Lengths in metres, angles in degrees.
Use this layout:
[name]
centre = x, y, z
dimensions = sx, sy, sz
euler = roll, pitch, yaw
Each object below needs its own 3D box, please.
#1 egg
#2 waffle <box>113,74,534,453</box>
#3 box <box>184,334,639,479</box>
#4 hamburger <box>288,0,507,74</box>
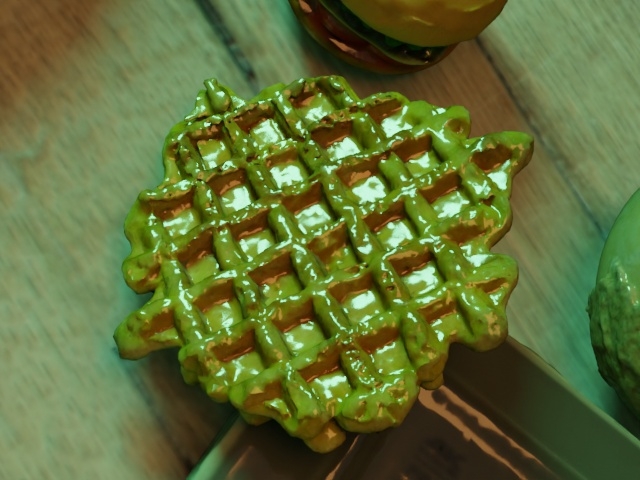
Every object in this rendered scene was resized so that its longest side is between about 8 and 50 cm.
[egg]
centre = 0.257, 0.046, 0.795
dimensions = 0.164, 0.164, 0.201
euler = 3, 72, -21
[waffle]
centre = 0.000, 0.000, 0.702
dimensions = 0.243, 0.058, 0.237
euler = 14, 58, 21
[box]
centre = 0.071, 0.242, 0.700
dimensions = 0.367, 0.090, 0.373
euler = 39, 65, -7
[hamburger]
centre = 0.052, -0.193, 0.811
dimensions = 0.162, 0.115, 0.162
euler = 6, 73, -22
